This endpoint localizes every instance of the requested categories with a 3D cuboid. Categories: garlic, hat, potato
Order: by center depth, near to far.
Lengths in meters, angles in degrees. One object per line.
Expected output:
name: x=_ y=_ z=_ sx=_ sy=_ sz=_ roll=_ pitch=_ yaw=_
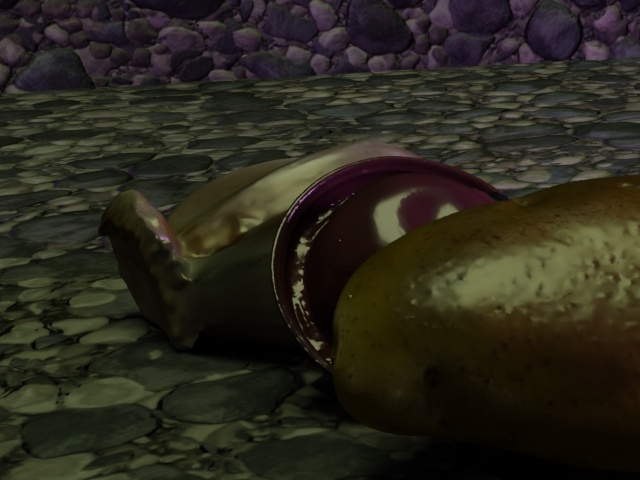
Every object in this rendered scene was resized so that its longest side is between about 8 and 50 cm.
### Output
potato: x=0.187 y=0.048 z=0.774 sx=0.369 sy=0.195 sz=0.176 roll=-3 pitch=-19 yaw=-6
hat: x=0.068 y=0.016 z=0.893 sx=0.206 sy=0.089 sz=0.205 roll=5 pitch=58 yaw=-7
garlic: x=0.000 y=0.001 z=1.076 sx=0.325 sy=0.132 sz=0.279 roll=-14 pitch=26 yaw=-19
